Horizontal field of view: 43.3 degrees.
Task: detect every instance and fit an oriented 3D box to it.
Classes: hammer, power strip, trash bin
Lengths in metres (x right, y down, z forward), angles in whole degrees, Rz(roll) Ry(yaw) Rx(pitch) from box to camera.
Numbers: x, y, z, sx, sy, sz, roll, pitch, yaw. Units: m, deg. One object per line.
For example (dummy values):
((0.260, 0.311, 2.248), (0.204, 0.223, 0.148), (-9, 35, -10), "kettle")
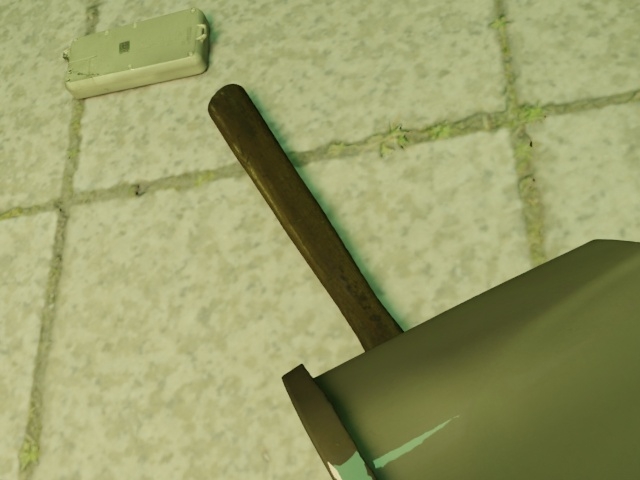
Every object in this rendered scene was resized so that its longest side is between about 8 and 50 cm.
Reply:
((0.000, 0.000, 0.766), (0.168, 0.044, 0.440), (-32, 58, -1), "hammer")
((-0.219, -0.222, 0.959), (0.192, 0.035, 0.081), (-10, 62, 15), "power strip")
((0.138, 0.130, 0.539), (0.250, 0.220, 0.219), (-29, 98, -6), "trash bin")
